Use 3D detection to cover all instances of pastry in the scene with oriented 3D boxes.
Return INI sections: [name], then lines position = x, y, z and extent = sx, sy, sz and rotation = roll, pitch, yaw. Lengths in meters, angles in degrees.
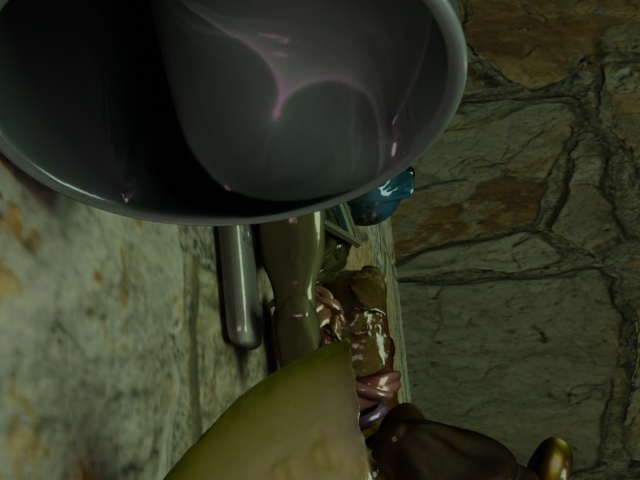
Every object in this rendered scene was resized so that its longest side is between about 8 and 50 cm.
[pastry]
position = 0.037, 0.121, 1.254
extent = 0.229, 0.100, 0.218
rotation = 74, 11, -55

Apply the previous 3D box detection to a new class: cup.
[cup]
position = -0.051, -0.185, 0.518
extent = 0.205, 0.205, 0.312
rotation = 70, 14, -58

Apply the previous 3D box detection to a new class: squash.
[squash]
position = -0.026, 0.207, 0.529
extent = 0.155, 0.204, 0.237
rotation = 44, 35, -43

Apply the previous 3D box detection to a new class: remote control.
[remote control]
position = -0.069, -0.041, 0.889
extent = 0.067, 0.029, 0.261
rotation = 57, 27, -75

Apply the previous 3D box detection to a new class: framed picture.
[framed picture]
position = -0.008, -0.069, 1.155
extent = 0.109, 0.011, 0.149
rotation = 29, 35, -51

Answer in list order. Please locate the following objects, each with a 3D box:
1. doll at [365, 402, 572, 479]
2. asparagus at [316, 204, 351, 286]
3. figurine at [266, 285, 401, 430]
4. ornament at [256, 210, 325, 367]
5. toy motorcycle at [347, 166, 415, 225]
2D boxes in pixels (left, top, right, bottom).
[doll]
position = 0.100, 0.332, 0.994
extent = 0.318, 0.209, 0.340
rotation = -10, 109, -59
[asparagus]
position = 0.000, 0.000, 1.202
extent = 0.287, 0.080, 0.080
rotation = -71, 153, -70
[figurine]
position = 0.003, 0.121, 1.009
extent = 0.157, 0.126, 0.114
rotation = 58, 39, -17
[ornament]
position = -0.026, -0.005, 0.939
extent = 0.230, 0.061, 0.245
rotation = -118, -156, -83
[toy motorcycle]
position = 0.041, -0.170, 1.423
extent = 0.416, 0.172, 0.232
rotation = -101, -174, -64
